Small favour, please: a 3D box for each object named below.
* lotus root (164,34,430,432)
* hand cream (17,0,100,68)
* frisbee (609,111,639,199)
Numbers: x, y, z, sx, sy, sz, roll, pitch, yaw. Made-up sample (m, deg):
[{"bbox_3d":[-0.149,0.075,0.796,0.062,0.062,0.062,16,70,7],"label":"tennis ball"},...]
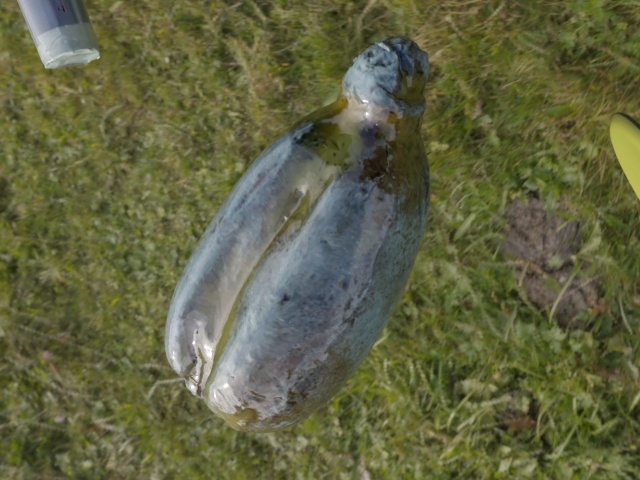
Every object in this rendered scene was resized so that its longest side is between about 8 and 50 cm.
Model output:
[{"bbox_3d":[0.000,0.000,0.624,0.158,0.140,0.322,41,106,36],"label":"lotus root"},{"bbox_3d":[-0.263,-0.281,0.730,0.048,0.079,0.255,-23,87,55],"label":"hand cream"},{"bbox_3d":[0.385,-0.039,0.900,0.017,0.236,0.236,-32,91,10],"label":"frisbee"}]
